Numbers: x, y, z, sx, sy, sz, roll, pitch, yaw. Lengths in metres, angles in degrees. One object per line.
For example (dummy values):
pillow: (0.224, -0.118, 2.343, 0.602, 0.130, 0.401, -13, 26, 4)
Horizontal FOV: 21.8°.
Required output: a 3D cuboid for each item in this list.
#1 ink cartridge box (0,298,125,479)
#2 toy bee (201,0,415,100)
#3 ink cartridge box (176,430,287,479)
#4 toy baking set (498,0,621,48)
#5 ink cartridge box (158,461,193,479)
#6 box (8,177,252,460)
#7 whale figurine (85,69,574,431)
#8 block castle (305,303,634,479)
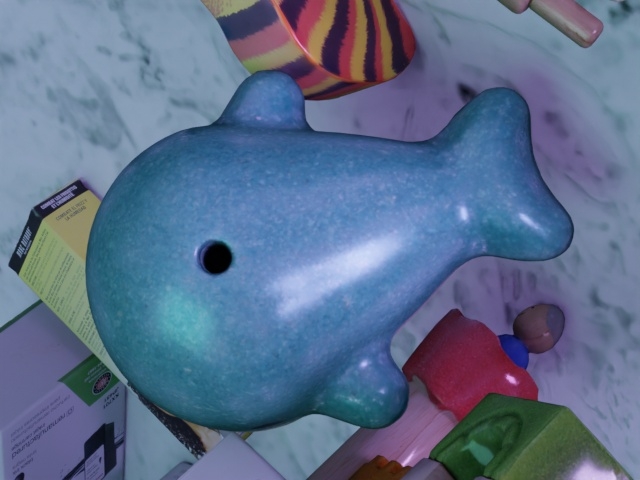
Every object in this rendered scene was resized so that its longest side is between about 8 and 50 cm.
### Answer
ink cartridge box: (-0.240, 0.170, 1.383, 0.087, 0.153, 0.208, 28, 135, 23)
toy bee: (-0.072, -0.196, 0.959, 0.298, 0.162, 0.195, 49, 140, 3)
ink cartridge box: (-0.024, 0.183, 0.962, 0.180, 0.060, 0.104, 38, 165, 40)
toy baking set: (0.134, -0.198, 0.824, 0.256, 0.030, 0.197, 43, 120, 6)
ink cartridge box: (-0.106, 0.344, 1.292, 0.198, 0.270, 0.197, 10, 125, 37)
box: (-0.136, 0.064, 1.282, 0.232, 0.058, 0.087, 44, 139, 10)
whale figurine: (0.000, 0.000, 0.921, 0.272, 0.141, 0.216, -19, 81, 5)
block castle: (0.193, 0.181, 0.861, 0.303, 0.213, 0.453, 49, 167, -8)
